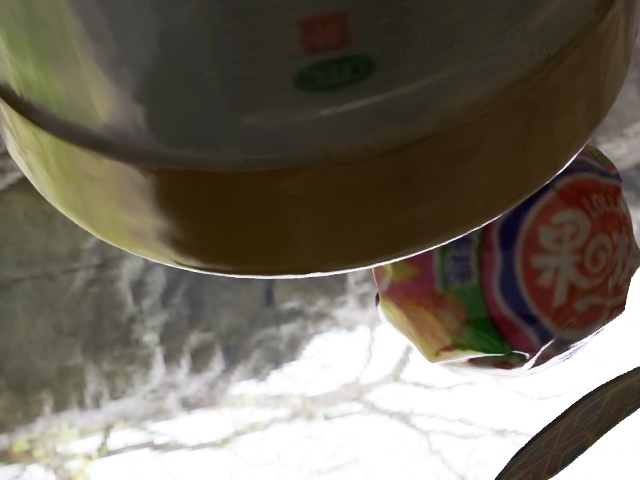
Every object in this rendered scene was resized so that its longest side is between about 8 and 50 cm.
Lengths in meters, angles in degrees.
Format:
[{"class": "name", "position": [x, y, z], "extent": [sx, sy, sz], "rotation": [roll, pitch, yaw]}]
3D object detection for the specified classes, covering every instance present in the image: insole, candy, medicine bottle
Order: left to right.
[{"class": "medicine bottle", "position": [-0.017, -0.146, 0.456], "extent": [0.232, 0.237, 0.238], "rotation": [79, -13, -50]}, {"class": "candy", "position": [0.000, 0.000, 0.748], "extent": [0.365, 0.124, 0.124], "rotation": [1, -78, 50]}, {"class": "insole", "position": [0.166, 0.095, 0.832], "extent": [0.006, 0.193, 0.065], "rotation": [44, -34, 30]}]
